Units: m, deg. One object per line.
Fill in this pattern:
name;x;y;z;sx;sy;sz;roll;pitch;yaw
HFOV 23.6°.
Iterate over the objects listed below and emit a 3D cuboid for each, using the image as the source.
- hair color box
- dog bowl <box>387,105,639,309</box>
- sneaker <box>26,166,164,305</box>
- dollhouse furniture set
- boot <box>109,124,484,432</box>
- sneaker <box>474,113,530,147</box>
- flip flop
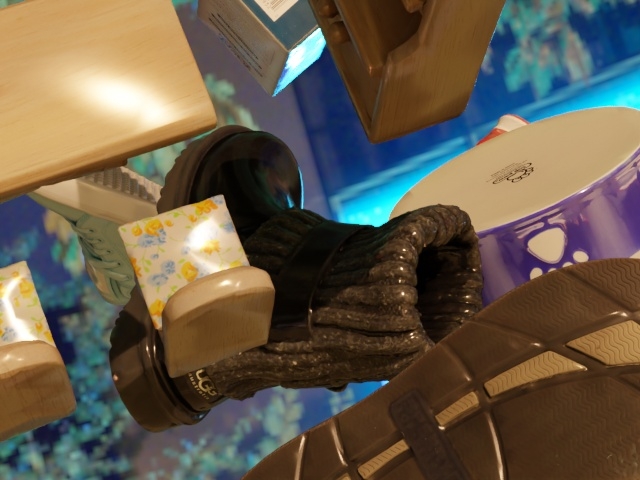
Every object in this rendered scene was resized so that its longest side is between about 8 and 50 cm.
hair color box;-0.077;-0.322;2.140;0.105;0.174;0.347;-42;1;-7
dog bowl;0.199;-0.020;1.414;0.265;0.104;0.265;-23;17;8
sneaker;-0.223;0.005;1.748;0.366;0.135;0.150;26;-81;-47
dollhouse furniture set;-0.102;-0.129;0.921;0.394;0.362;0.256;-19;-17;-11
boot;0.002;0.004;1.202;0.260;0.348;0.131;-18;-55;24
sneaker;0.236;-0.042;1.664;0.128;0.221;0.087;-43;-46;-13
flip flop;0.080;0.101;0.692;0.277;0.112;0.080;-31;-31;8
